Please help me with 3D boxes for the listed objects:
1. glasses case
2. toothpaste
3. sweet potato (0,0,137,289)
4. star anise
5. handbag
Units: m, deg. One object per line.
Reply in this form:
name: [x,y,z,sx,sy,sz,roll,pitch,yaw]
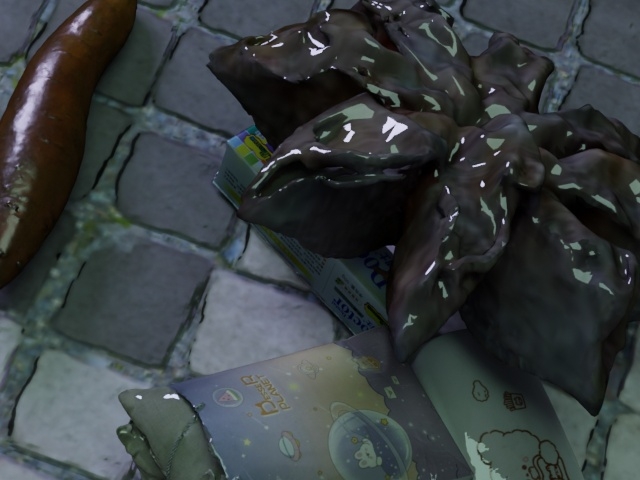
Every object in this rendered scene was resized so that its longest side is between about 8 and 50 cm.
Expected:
glasses case: [0.108,0.137,0.996,0.074,0.049,0.193,-11,60,-18]
toothpaste: [0.000,0.000,1.061,0.034,0.046,0.164,-32,70,-32]
sweet potato: [-0.164,-0.073,1.064,0.057,0.057,0.265,15,55,-3]
star anise: [0.088,-0.038,1.028,0.331,0.118,0.332,19,41,-17]
handbag: [-0.019,0.120,0.959,0.173,0.095,0.117,-11,53,-28]
